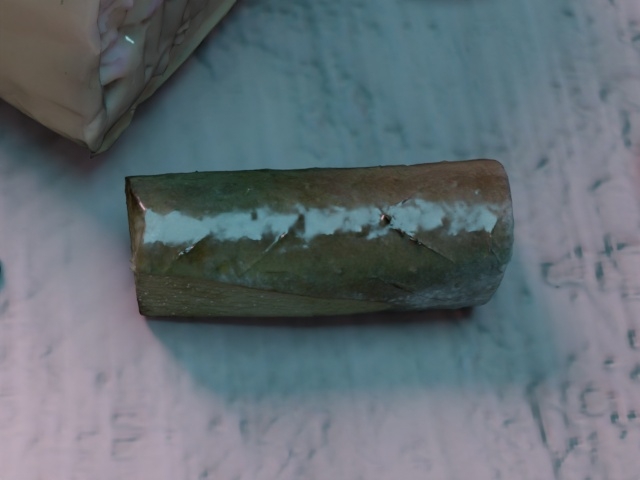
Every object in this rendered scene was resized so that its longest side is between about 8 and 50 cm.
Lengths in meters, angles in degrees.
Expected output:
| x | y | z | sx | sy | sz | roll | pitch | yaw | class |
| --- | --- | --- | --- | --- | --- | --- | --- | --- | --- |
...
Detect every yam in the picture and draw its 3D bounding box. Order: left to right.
| x | y | z | sx | sy | sz | roll | pitch | yaw | class |
| --- | --- | --- | --- | --- | --- | --- | --- | --- | --- |
| 0.000 | 0.000 | 0.753 | 0.169 | 0.068 | 0.068 | -4 | 57 | -12 | yam |

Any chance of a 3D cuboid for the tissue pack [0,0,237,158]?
| x | y | z | sx | sy | sz | roll | pitch | yaw | class |
| --- | --- | --- | --- | --- | --- | --- | --- | --- | --- |
| -0.170 | -0.257 | 0.810 | 0.380 | 0.207 | 0.297 | 30 | 57 | 10 | tissue pack |
